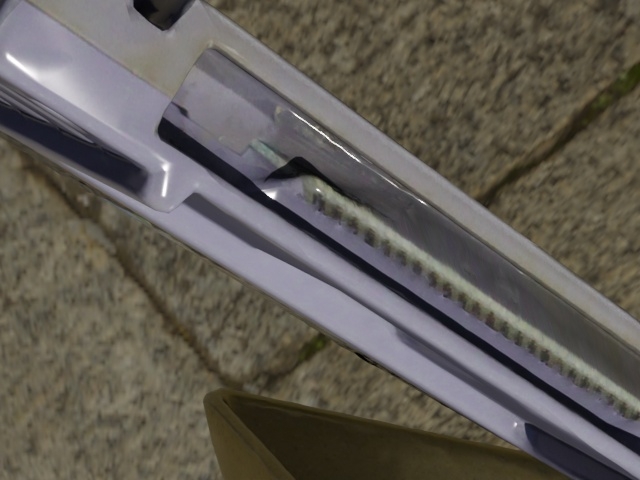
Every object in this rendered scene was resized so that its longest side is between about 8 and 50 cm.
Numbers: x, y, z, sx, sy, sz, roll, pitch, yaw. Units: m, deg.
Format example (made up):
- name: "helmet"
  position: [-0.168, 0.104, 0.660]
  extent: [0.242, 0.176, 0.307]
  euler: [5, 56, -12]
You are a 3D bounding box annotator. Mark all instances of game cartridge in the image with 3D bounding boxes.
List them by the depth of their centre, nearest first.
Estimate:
- name: "game cartridge"
  position: [0.000, 0.000, 0.557]
  extent: [0.355, 0.230, 0.068]
  euler: [33, 81, -31]

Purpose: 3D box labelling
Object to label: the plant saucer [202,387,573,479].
- name: "plant saucer"
  position: [0.134, 0.182, 0.672]
  extent: [0.332, 0.333, 0.081]
  euler: [14, 99, -25]
